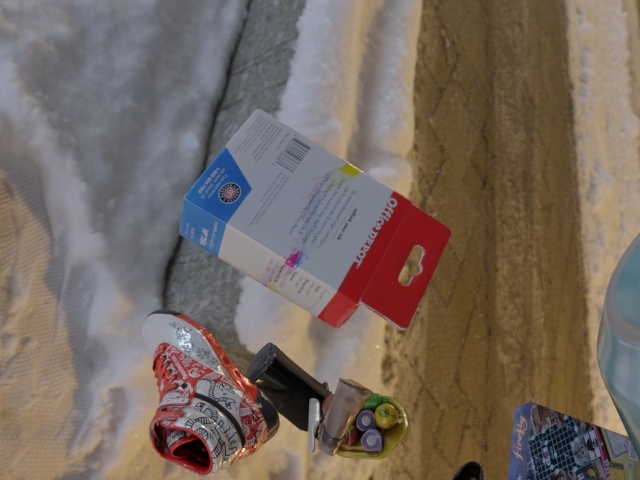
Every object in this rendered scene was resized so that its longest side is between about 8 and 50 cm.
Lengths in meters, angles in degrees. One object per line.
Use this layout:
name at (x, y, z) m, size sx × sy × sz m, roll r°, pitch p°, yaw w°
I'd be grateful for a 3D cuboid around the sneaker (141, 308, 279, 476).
sneaker at (-0.194, 0.203, 0.816) m, size 0.270 × 0.090 × 0.145 m, roll 38°, pitch 30°, yaw 20°

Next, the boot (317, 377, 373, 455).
boot at (0.024, 0.204, 0.680) m, size 0.118 × 0.042 × 0.086 m, roll 74°, pitch 40°, yaw -77°

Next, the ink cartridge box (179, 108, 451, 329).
ink cartridge box at (-0.003, -0.010, 0.581) m, size 0.231 × 0.078 × 0.134 m, roll 32°, pitch 59°, yaw 0°

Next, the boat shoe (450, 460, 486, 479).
boat shoe at (0.273, 0.541, 1.188) m, size 0.257 × 0.095 × 0.095 m, roll -37°, pitch 133°, yaw -57°

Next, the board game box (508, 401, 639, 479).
board game box at (0.311, 0.344, 0.727) m, size 0.165 × 0.042 × 0.243 m, roll 21°, pitch 59°, yaw -6°

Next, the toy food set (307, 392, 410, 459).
toy food set at (0.059, 0.349, 1.145) m, size 0.071 × 0.218 × 0.128 m, roll 59°, pitch 32°, yaw -46°

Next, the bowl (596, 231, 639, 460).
bowl at (0.276, 0.045, 0.307) m, size 0.163 × 0.311 × 0.311 m, roll 44°, pitch 45°, yaw -2°

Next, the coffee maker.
coffee maker at (-0.066, 0.318, 1.276) m, size 0.178 × 0.171 × 0.120 m, roll 40°, pitch 76°, yaw -15°
